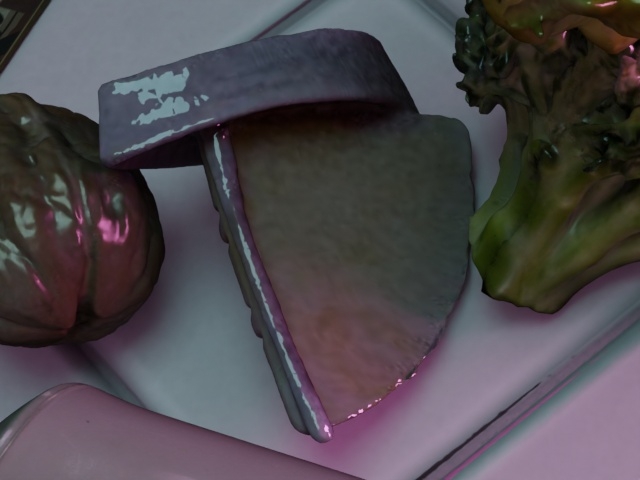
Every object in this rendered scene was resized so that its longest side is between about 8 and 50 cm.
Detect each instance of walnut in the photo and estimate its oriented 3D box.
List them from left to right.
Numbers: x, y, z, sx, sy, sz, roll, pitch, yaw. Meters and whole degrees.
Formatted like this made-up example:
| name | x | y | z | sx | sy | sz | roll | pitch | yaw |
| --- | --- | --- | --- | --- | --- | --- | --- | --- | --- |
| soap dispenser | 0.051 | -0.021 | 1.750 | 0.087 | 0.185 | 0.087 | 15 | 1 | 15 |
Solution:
| name | x | y | z | sx | sy | sz | roll | pitch | yaw |
| --- | --- | --- | --- | --- | --- | --- | --- | --- | --- |
| walnut | -0.213 | -0.019 | 1.294 | 0.178 | 0.178 | 0.230 | -32 | 54 | -10 |

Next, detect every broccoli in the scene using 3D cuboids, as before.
| name | x | y | z | sx | sy | sz | roll | pitch | yaw |
| --- | --- | --- | --- | --- | --- | --- | --- | --- | --- |
| broccoli | 0.211 | -0.061 | 1.246 | 0.245 | 0.248 | 0.288 | -46 | 65 | 24 |

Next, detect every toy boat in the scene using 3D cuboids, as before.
| name | x | y | z | sx | sy | sz | roll | pitch | yaw |
| --- | --- | --- | --- | --- | --- | --- | --- | --- | --- |
| toy boat | 0.000 | -0.030 | 1.274 | 0.276 | 0.111 | 0.293 | -31 | 85 | -35 |

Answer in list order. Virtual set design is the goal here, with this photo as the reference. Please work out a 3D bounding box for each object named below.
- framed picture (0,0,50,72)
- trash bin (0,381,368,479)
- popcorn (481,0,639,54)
| name | x | y | z | sx | sy | sz | roll | pitch | yaw |
| --- | --- | --- | --- | --- | --- | --- | --- | --- | --- |
| framed picture | -0.310 | -0.199 | 1.518 | 0.136 | 0.010 | 0.201 | 19 | 63 | 21 |
| trash bin | -0.041 | 0.254 | 1.022 | 0.432 | 0.280 | 0.280 | 13 | 61 | 15 |
| popcorn | 0.219 | -0.258 | 1.037 | 0.312 | 0.312 | 0.312 | -5 | 57 | 8 |
